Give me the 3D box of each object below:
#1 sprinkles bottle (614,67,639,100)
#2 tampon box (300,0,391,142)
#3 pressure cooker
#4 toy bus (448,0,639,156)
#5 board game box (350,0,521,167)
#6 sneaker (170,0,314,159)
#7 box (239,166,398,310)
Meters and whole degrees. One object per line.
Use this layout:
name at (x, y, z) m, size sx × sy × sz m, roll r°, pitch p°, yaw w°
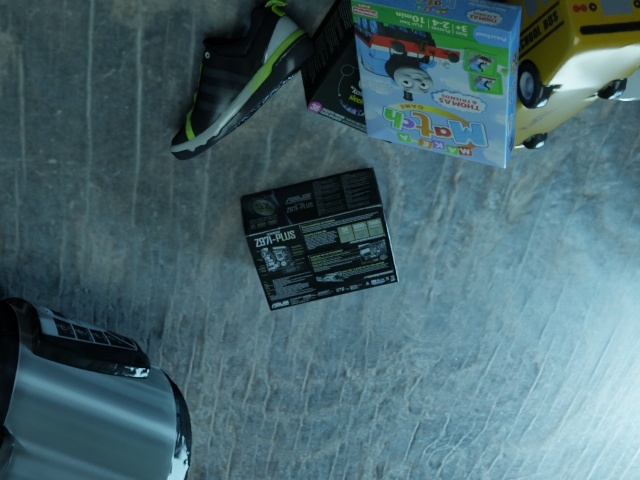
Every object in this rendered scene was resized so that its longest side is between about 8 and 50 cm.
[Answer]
sprinkles bottle at (0.361, -0.324, 1.172) m, size 0.121 × 0.121 × 0.355 m, roll 1°, pitch 132°, yaw -10°
tampon box at (0.068, -0.214, 1.239) m, size 0.120 × 0.101 × 0.161 m, roll 19°, pitch 127°, yaw -25°
pressure cooker at (-0.423, 0.269, 1.427) m, size 0.420 × 0.376 × 0.370 m, roll 28°, pitch 126°, yaw -31°
toy bus at (0.233, -0.190, 1.204) m, size 0.108 × 0.130 × 0.332 m, roll -9°, pitch 170°, yaw -18°
board game box at (0.118, -0.165, 1.117) m, size 0.160 × 0.039 × 0.211 m, roll 15°, pitch 151°, yaw 17°
sneaker at (-0.105, -0.189, 1.272) m, size 0.234 × 0.084 × 0.097 m, roll -39°, pitch 95°, yaw 29°
box at (0.000, 0.000, 1.446) m, size 0.180 × 0.078 × 0.147 m, roll -14°, pitch 134°, yaw 3°
